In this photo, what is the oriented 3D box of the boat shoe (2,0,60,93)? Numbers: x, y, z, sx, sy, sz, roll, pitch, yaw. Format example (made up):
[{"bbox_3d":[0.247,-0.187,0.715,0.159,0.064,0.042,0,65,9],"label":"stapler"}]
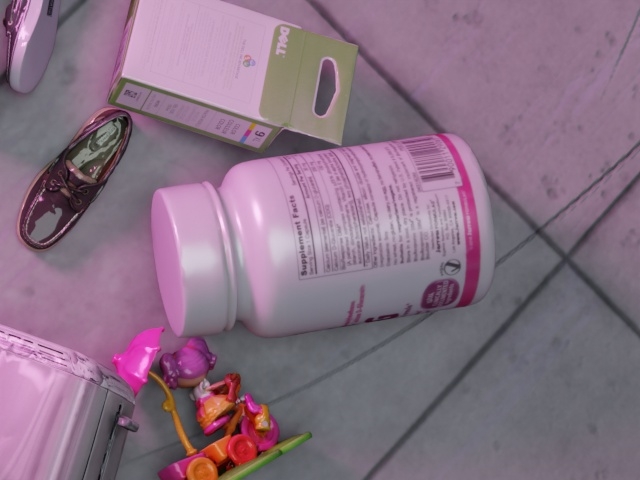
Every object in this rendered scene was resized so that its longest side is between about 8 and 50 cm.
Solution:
[{"bbox_3d":[-0.263,-0.203,1.786,0.040,0.049,0.142,12,86,21],"label":"boat shoe"}]

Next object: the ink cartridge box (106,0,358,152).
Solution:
[{"bbox_3d":[-0.079,-0.151,1.800,0.209,0.062,0.109,17,63,-13],"label":"ink cartridge box"}]

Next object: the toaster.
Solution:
[{"bbox_3d":[-0.268,0.156,1.707,0.227,0.129,0.146,17,78,22],"label":"toaster"}]

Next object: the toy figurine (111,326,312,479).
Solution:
[{"bbox_3d":[-0.112,0.147,1.780,0.173,0.130,0.159,-26,84,-35],"label":"toy figurine"}]

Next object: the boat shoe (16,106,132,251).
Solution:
[{"bbox_3d":[-0.221,-0.058,1.783,0.056,0.049,0.152,33,80,-9],"label":"boat shoe"}]

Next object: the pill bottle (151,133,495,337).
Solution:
[{"bbox_3d":[0.000,0.000,1.777,0.283,0.160,0.160,-8,89,-13],"label":"pill bottle"}]
